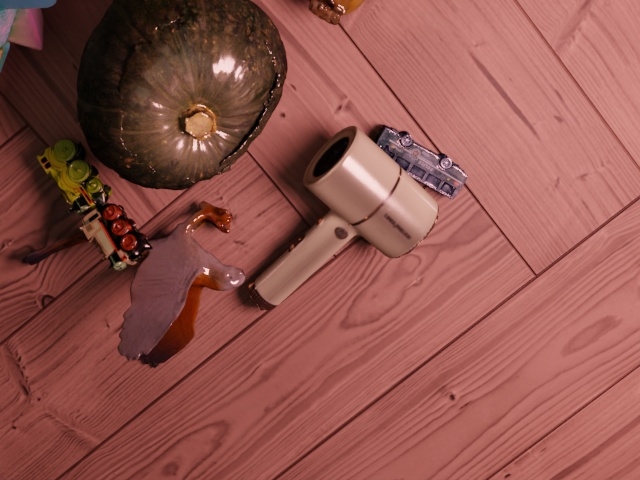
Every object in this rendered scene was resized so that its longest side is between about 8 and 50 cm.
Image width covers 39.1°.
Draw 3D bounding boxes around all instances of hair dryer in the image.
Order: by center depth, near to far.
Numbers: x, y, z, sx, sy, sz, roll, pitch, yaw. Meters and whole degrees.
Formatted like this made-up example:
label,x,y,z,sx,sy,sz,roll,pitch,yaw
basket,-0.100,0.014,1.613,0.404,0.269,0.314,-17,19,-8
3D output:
label,x,y,z,sx,sy,sz,roll,pitch,yaw
hair dryer,0.000,0.000,1.490,0.203,0.128,0.362,40,109,-21

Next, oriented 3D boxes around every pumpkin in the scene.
label,x,y,z,sx,sy,sz,roll,pitch,yaw
pumpkin,-0.212,-0.233,1.364,0.292,0.257,0.327,14,113,-32

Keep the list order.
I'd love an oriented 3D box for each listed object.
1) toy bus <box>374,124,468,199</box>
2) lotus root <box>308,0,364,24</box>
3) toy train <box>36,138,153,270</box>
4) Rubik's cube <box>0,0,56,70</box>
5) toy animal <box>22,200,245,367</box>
label,x,y,z,sx,sy,sz,roll,pitch,yaw
toy bus,0.165,-0.132,1.503,0.166,0.047,0.065,28,103,-8
lotus root,0.045,-0.485,1.384,0.146,0.131,0.303,10,103,-28
toy train,-0.364,-0.057,1.449,0.085,0.053,0.249,-38,74,2
Rubik's cube,-0.565,-0.369,1.275,0.358,0.368,0.387,12,101,-26
toy animal,-0.288,0.033,1.505,0.302,0.225,0.284,-43,79,-6
